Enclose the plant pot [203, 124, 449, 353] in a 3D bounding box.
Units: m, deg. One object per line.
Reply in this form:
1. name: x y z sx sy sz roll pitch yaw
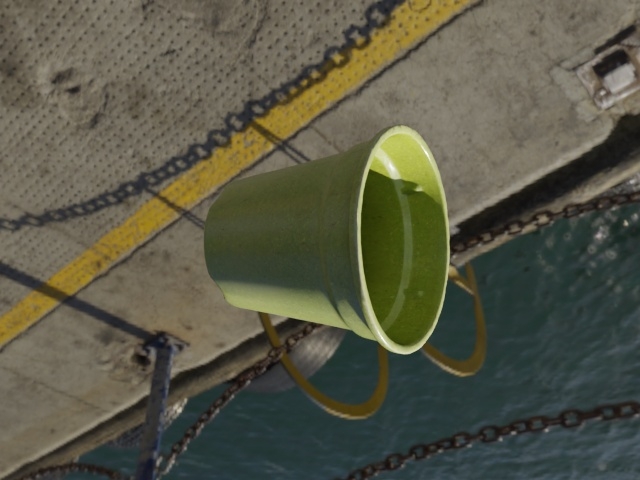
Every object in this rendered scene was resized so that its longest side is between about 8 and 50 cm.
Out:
1. plant pot: 0.000 0.000 0.890 0.254 0.276 0.276 -1 142 31
